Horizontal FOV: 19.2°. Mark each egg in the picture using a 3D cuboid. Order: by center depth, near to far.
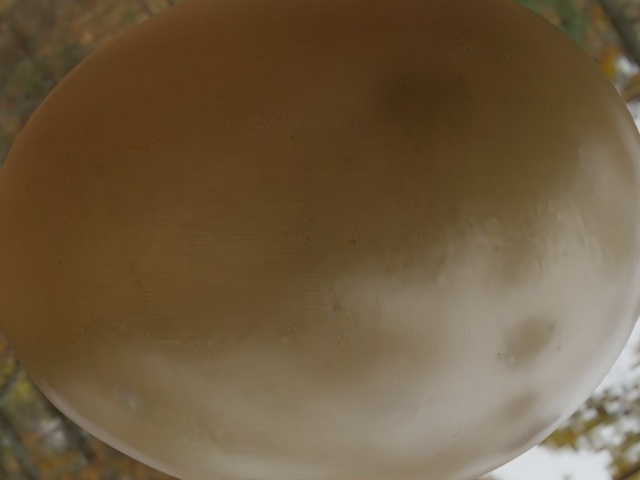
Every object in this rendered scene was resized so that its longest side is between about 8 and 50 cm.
[{"bbox_3d":[0.000,0.000,1.063,0.373,0.301,0.301,-10,-169,10],"label":"egg"}]
